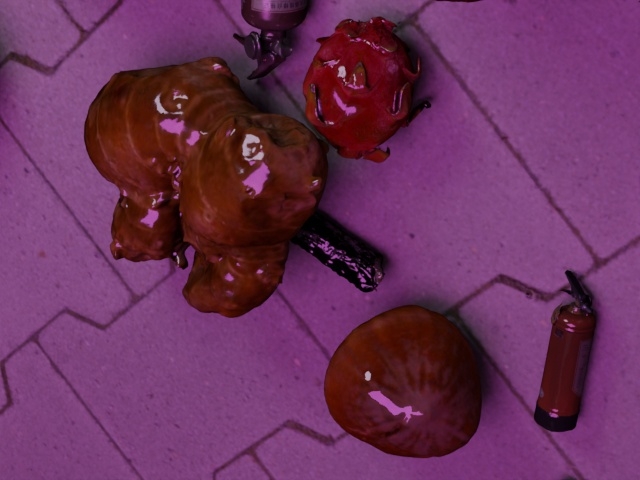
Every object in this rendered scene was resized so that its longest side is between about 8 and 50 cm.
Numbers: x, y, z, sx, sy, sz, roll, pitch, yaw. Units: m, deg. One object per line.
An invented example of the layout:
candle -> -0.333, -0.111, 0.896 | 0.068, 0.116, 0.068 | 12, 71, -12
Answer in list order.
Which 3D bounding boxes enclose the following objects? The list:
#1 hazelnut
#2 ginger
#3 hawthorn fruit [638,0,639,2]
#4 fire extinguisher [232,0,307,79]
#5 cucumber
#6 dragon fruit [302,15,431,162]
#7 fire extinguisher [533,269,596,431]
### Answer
hazelnut -> 0.099, 0.156, 1.915 | 0.182, 0.182, 0.182 | 11, 114, 25
ginger -> -0.143, -0.072, 1.946 | 0.357, 0.152, 0.274 | 34, 134, 28
hawthorn fruit -> 0.359, -0.282, 1.628 | 0.125, 0.125, 0.140 | 15, 149, 23
fire extinguisher -> -0.052, -0.288, 1.886 | 0.075, 0.106, 0.252 | -3, 115, -11
cucumber -> 0.000, 0.000, 1.973 | 0.181, 0.053, 0.053 | 32, 122, 15
dragon fruit -> 0.040, -0.156, 1.840 | 0.136, 0.133, 0.166 | 33, 133, 23
fire extinguisher -> 0.270, 0.122, 1.878 | 0.062, 0.050, 0.177 | -135, 46, -54
